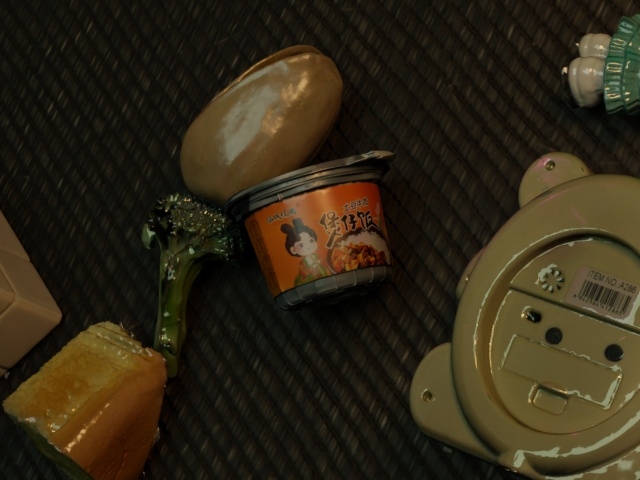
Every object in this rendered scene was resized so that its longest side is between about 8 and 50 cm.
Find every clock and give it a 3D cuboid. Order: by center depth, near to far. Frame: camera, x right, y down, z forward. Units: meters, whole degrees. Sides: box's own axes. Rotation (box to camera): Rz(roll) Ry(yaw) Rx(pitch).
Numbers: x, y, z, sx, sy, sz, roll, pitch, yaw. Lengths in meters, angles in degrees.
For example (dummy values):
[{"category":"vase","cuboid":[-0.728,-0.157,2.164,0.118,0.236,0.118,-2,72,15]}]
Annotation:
[{"category":"clock","cuboid":[0.254,0.087,1.483,0.284,0.114,0.309,20,83,33]}]

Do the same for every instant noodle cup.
[{"category":"instant noodle cup","cuboid":[0.000,0.000,1.621,0.208,0.178,0.125,-28,74,53]}]

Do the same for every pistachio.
[{"category":"pistachio","cuboid":[-0.062,-0.123,1.703,0.206,0.131,0.129,-51,33,2]}]

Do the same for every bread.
[{"category":"bread","cuboid":[-0.242,0.198,1.726,0.140,0.160,0.169,27,54,29]}]

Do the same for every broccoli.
[{"category":"broccoli","cuboid":[-0.153,0.049,1.732,0.122,0.118,0.204,14,98,2]}]

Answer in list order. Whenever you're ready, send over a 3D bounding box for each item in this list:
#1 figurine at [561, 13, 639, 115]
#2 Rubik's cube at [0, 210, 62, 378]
[{"category":"figurine","cuboid":[0.357,-0.169,1.510,0.246,0.110,0.138,7,54,35]},{"category":"Rubik's cube","cuboid":[-0.534,0.049,1.815,0.292,0.291,0.290,-44,59,11]}]
